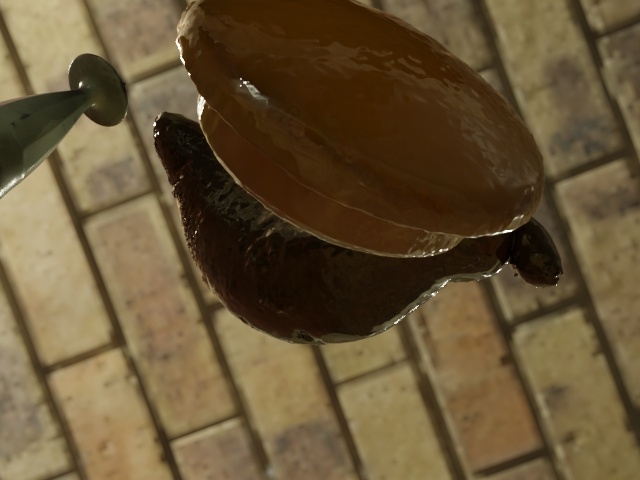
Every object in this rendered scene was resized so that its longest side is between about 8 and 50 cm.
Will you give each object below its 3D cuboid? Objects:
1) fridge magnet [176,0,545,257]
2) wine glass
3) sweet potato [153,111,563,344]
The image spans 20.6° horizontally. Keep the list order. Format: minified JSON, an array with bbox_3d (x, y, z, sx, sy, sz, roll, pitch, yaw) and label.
[{"bbox_3d":[0.013,-0.044,0.623,0.143,0.063,0.143,21,-151,-12],"label":"fridge magnet"},{"bbox_3d":[-0.225,-0.088,1.362,0.155,0.073,0.073,-38,-67,-44],"label":"wine glass"},{"bbox_3d":[0.000,0.003,1.080,0.098,0.310,0.124,47,-117,-48],"label":"sweet potato"}]
